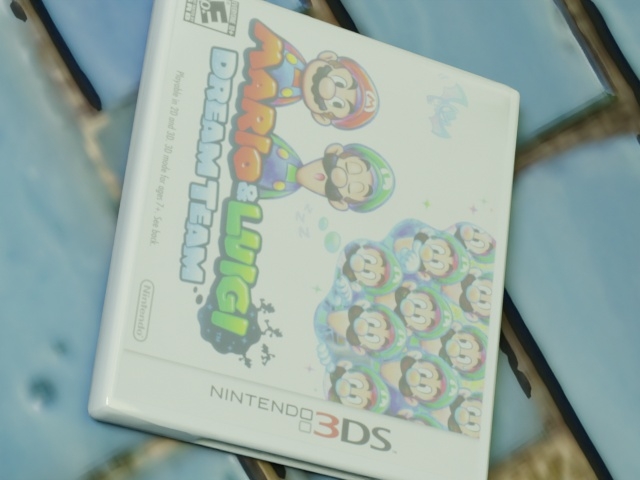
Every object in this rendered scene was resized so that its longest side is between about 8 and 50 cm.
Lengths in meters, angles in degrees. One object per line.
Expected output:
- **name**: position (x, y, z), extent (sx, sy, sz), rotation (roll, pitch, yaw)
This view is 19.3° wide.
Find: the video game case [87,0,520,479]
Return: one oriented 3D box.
- **video game case**: position (0.000, 0.000, 0.644), extent (0.143, 0.019, 0.157), rotation (16, 67, -24)
